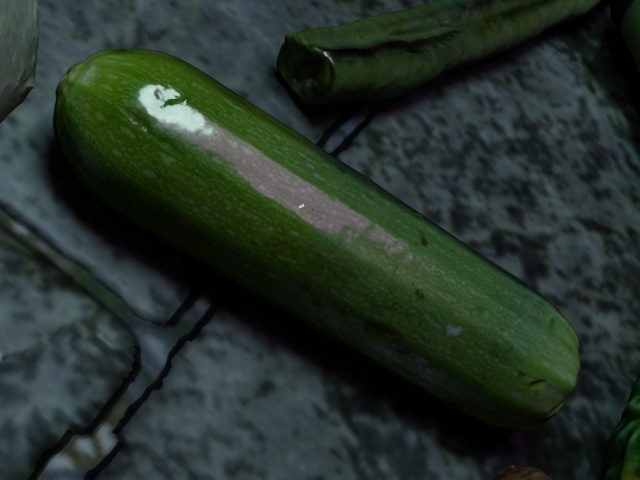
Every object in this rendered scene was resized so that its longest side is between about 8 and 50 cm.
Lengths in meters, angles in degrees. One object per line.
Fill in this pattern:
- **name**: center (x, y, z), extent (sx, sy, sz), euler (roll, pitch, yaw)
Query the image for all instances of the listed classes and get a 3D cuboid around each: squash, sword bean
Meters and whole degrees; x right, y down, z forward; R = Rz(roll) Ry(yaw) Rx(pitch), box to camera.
- **squash**: center (0.000, 0.000, 0.729), extent (0.229, 0.066, 0.066), euler (31, 44, -13)
- **sword bean**: center (0.078, -0.108, 0.891), extent (0.269, 0.038, 0.043), euler (-27, 100, -45)

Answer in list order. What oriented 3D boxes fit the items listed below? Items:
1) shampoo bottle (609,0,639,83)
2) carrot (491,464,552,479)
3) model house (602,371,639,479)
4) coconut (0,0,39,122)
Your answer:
- **shampoo bottle**: center (0.223, -0.018, 0.874), extent (0.101, 0.101, 0.283), euler (3, 56, -34)
- **carrot**: center (0.098, 0.157, 0.692), extent (0.036, 0.036, 0.165), euler (-12, 74, -41)
- **model house**: center (0.221, 0.103, 0.673), extent (0.214, 0.189, 0.195), euler (45, 64, -1)
- **coconut**: center (-0.166, -0.082, 0.608), extent (0.162, 0.161, 0.161), euler (12, 50, -17)
